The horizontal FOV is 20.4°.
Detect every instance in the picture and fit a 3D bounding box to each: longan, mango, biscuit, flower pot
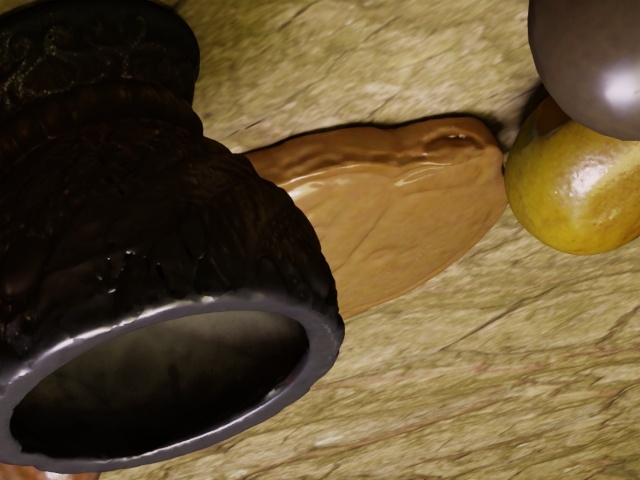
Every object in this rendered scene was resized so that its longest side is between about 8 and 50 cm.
[{"bbox_3d":[0.243,-0.164,1.305,0.189,0.189,0.189,-15,154,-8],"label":"longan"},{"bbox_3d":[0.266,-0.093,1.511,0.262,0.130,0.167,-42,144,26],"label":"mango"},{"bbox_3d":[0.000,0.000,1.594,0.351,0.057,0.312,-6,150,-26],"label":"biscuit"},{"bbox_3d":[-0.145,-0.010,1.231,0.267,0.267,0.266,-16,153,-9],"label":"flower pot"}]

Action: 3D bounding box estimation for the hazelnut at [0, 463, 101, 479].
[{"bbox_3d":[-0.265,0.137,1.514,0.186,0.210,0.210,31,131,-22],"label":"hazelnut"}]
